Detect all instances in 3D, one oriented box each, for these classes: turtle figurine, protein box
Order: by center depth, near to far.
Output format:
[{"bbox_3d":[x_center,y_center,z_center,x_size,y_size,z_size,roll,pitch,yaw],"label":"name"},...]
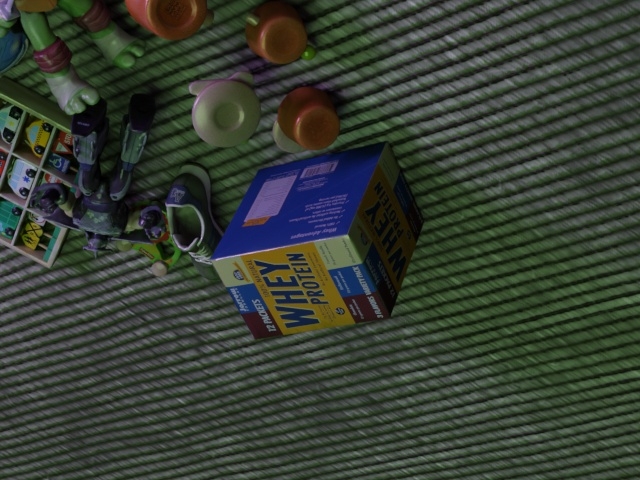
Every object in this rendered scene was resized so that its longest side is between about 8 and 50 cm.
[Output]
[{"bbox_3d":[-0.305,-0.289,1.628,0.275,0.197,0.266,-12,132,24],"label":"turtle figurine"},{"bbox_3d":[0.000,0.000,1.757,0.200,0.201,0.136,-11,123,27],"label":"protein box"}]

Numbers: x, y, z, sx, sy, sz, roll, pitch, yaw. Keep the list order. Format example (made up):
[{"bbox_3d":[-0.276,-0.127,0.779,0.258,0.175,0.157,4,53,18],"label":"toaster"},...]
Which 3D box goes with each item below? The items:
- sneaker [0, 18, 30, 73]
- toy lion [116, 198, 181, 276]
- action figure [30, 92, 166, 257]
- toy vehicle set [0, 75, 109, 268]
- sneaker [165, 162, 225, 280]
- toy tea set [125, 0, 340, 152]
[{"bbox_3d":[-0.521,-0.223,1.800,0.330,0.147,0.129,-19,119,30],"label":"sneaker"},{"bbox_3d":[-0.237,-0.009,1.952,0.100,0.034,0.096,37,123,-12],"label":"toy lion"},{"bbox_3d":[-0.292,-0.070,1.837,0.185,0.099,0.285,5,138,-10],"label":"action figure"},{"bbox_3d":[-0.415,-0.091,1.942,0.166,0.035,0.267,27,132,-4],"label":"toy vehicle set"},{"bbox_3d":[-0.176,-0.006,1.892,0.064,0.086,0.192,3,128,18],"label":"sneaker"},{"bbox_3d":[-0.104,-0.238,1.681,0.200,0.124,0.336,-26,119,-5],"label":"toy tea set"}]
